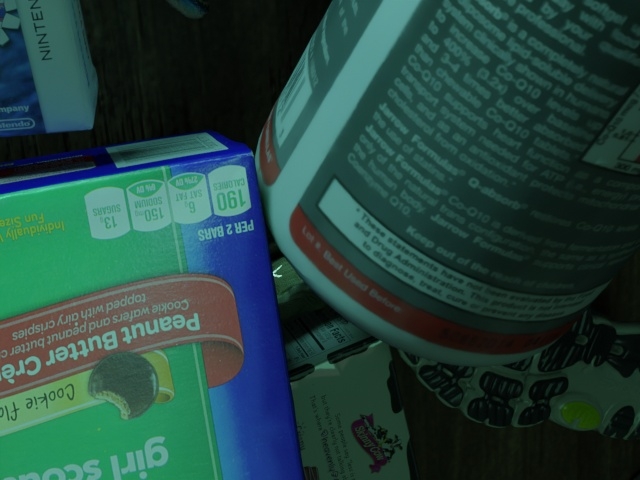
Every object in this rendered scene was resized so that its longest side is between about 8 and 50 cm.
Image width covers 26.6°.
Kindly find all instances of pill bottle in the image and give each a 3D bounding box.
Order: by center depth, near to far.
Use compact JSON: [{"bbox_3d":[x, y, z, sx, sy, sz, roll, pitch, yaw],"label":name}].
[{"bbox_3d":[0.126,-0.120,0.666,0.210,0.210,0.363,7,136,-28],"label":"pill bottle"}]

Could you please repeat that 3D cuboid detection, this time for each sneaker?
[{"bbox_3d":[0.138,0.072,0.934,0.275,0.110,0.107,23,94,-37],"label":"sneaker"}]

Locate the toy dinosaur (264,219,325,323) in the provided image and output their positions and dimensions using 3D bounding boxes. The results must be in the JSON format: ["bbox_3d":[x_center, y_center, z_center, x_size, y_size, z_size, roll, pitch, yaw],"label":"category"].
[{"bbox_3d":[0.000,0.000,0.865,0.268,0.064,0.118,-24,132,-16],"label":"toy dinosaur"}]

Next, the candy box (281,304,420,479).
[{"bbox_3d":[-0.056,0.153,0.910,0.233,0.071,0.159,-21,122,-13],"label":"candy box"}]

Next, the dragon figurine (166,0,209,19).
[{"bbox_3d":[-0.096,-0.236,0.673,0.144,0.085,0.289,-42,124,1],"label":"dragon figurine"}]

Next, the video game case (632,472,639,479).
[{"bbox_3d":[0.270,0.293,1.170,0.190,0.022,0.173,-44,126,2],"label":"video game case"}]

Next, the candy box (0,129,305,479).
[{"bbox_3d":[-0.151,0.119,0.752,0.268,0.122,0.317,-11,104,-11],"label":"candy box"}]

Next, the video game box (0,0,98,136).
[{"bbox_3d":[-0.220,-0.128,0.639,0.205,0.048,0.187,-5,130,-1],"label":"video game box"}]
